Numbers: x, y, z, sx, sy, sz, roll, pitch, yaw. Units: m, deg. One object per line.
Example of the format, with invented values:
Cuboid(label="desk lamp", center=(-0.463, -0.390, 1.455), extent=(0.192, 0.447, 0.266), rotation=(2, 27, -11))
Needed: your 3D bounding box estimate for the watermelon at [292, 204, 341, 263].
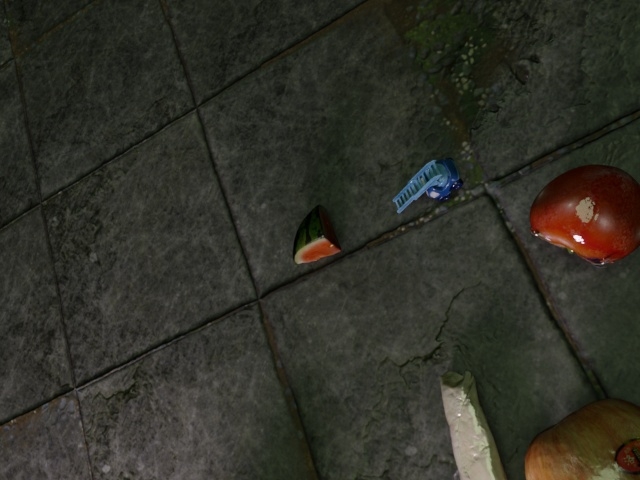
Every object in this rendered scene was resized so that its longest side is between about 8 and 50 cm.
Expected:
Cuboid(label="watermelon", center=(0.000, 0.000, 1.072), extent=(0.094, 0.135, 0.125), rotation=(32, 87, -10))

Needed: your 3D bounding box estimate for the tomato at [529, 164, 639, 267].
Cuboid(label="tomato", center=(0.422, -0.044, 0.864), extent=(0.167, 0.167, 0.167), rotation=(-6, 75, 22))

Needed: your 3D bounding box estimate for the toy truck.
Cuboid(label="toy truck", center=(0.197, -0.097, 1.029), extent=(0.136, 0.074, 0.063), rotation=(-50, 52, 51))

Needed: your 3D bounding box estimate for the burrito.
Cuboid(label="burrito", center=(0.255, 0.342, 0.890), extent=(0.082, 0.059, 0.275), rotation=(-24, 68, 31))

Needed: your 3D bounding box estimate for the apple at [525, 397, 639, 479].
Cuboid(label="apple", center=(0.390, 0.324, 0.755), extent=(0.211, 0.211, 0.188), rotation=(-37, 59, 10))
